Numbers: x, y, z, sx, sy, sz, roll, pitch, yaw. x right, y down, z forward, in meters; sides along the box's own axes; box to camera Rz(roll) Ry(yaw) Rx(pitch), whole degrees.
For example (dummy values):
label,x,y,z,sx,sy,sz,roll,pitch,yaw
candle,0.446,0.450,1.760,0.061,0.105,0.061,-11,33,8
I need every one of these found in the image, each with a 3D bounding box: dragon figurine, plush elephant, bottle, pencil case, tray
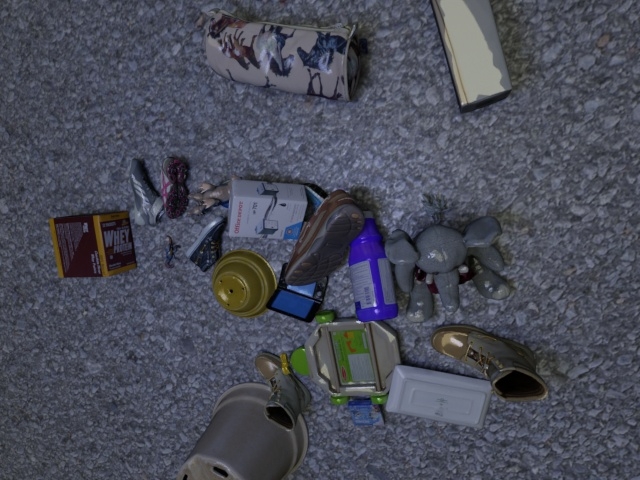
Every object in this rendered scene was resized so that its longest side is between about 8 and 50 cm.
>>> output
label,x,y,z,sx,sy,sz,roll,pitch,yaw
dragon figurine,-0.258,-0.136,1.256,0.289,0.144,0.085,-16,93,-1
plush elephant,0.291,0.052,1.034,0.272,0.255,0.330,-13,95,18
bottle,0.128,0.067,1.143,0.118,0.092,0.282,-30,66,60
pencil case,-0.096,-0.474,1.109,0.410,0.160,0.183,15,120,14
tray,0.321,0.425,1.178,0.270,0.030,0.145,10,103,1

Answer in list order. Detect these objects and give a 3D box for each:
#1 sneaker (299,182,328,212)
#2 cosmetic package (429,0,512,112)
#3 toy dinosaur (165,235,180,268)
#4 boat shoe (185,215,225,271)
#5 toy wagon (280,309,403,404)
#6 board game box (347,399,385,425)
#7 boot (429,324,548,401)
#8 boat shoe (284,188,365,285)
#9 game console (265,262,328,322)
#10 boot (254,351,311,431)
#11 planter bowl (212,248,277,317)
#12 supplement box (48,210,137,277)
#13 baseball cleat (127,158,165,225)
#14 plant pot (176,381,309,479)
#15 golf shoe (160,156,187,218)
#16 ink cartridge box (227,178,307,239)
label,x,y,z,sx,sy,sz,roll,pitch,yaw
sneaker,-0.005,-0.090,1.202,0.162,0.063,0.073,46,112,5
cosmetic package,0.329,-0.458,0.988,0.113,0.160,0.309,-17,93,19
toy dinosaur,-0.471,0.046,1.388,0.082,0.047,0.090,-52,50,26
boat shoe,-0.323,0.012,1.317,0.083,0.065,0.183,45,115,4
toy wagon,0.054,0.329,1.253,0.344,0.068,0.267,-8,96,18
board game box,0.133,0.497,1.266,0.090,0.020,0.090,-8,121,18
boot,0.398,0.295,1.070,0.262,0.203,0.095,15,103,12
boat shoe,0.000,0.000,1.161,0.324,0.123,0.116,-50,43,33
game console,-0.066,0.145,1.246,0.144,0.085,0.124,17,104,14
boot,-0.130,0.432,1.272,0.213,0.165,0.077,45,108,3
planter bowl,-0.245,0.139,1.298,0.217,0.090,0.217,3,99,16
supplement box,-0.718,0.011,1.396,0.194,0.129,0.191,-3,98,17
baseball cleat,-0.530,-0.150,1.355,0.109,0.072,0.205,-2,101,1
plant pot,-0.238,0.631,1.267,0.334,0.305,0.333,3,100,16
golf shoe,-0.446,-0.159,1.328,0.086,0.067,0.186,25,113,44
ink cartridge box,-0.143,-0.080,1.167,0.191,0.082,0.139,2,133,-16
